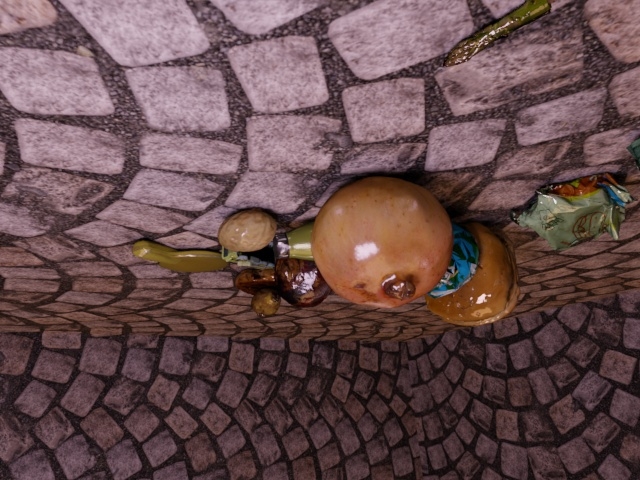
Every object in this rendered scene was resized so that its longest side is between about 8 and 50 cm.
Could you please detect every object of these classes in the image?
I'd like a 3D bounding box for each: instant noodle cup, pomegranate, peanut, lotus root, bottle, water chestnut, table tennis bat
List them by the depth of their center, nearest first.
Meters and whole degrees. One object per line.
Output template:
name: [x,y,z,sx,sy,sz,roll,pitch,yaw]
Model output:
pomegranate: [0.147,0.020,1.120,0.337,0.339,0.338,-4,160,-1]
peanut: [-0.198,-0.022,1.264,0.140,0.109,0.159,14,152,-41]
bottle: [0.000,0.000,1.320,0.260,0.112,0.112,-8,162,-13]
instant noodle cup: [0.304,0.021,1.347,0.240,0.240,0.178,-19,148,36]
water chestnut: [-0.031,0.093,1.466,0.238,0.224,0.223,10,156,-31]
table tennis bat: [-0.450,0.057,1.530,0.224,0.054,0.368,-13,163,25]
lotus root: [-0.189,0.217,1.747,0.108,0.095,0.191,7,150,-21]

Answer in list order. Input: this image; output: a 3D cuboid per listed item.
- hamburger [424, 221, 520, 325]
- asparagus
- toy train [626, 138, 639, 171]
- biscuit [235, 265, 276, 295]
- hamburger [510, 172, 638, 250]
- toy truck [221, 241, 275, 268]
hamburger: [0.451,0.110,1.472,0.174,0.305,0.284,17,152,-41]
asparagus: [0.250,-0.301,0.698,0.165,0.030,0.036,-23,180,41]
toy train: [0.781,-0.185,0.912,0.138,0.178,0.330,6,159,-24]
biscuit: [-0.155,0.153,1.808,0.333,0.081,0.289,3,160,-8]
hamburger: [0.679,-0.057,1.286,0.260,0.151,0.276,-2,161,-1]
toy truck: [-0.226,0.039,1.470,0.116,0.085,0.191,-11,162,32]
